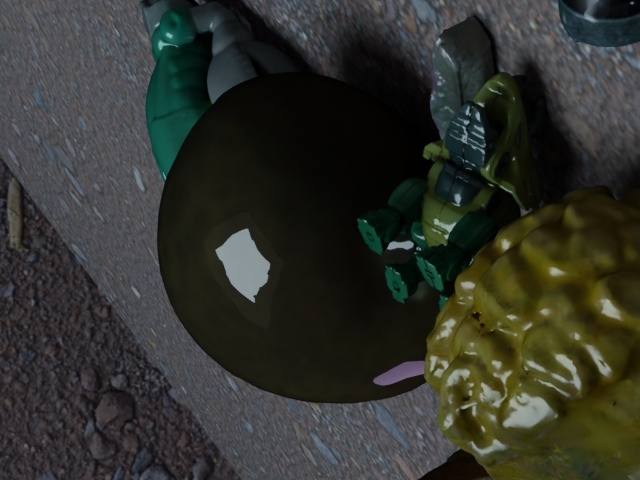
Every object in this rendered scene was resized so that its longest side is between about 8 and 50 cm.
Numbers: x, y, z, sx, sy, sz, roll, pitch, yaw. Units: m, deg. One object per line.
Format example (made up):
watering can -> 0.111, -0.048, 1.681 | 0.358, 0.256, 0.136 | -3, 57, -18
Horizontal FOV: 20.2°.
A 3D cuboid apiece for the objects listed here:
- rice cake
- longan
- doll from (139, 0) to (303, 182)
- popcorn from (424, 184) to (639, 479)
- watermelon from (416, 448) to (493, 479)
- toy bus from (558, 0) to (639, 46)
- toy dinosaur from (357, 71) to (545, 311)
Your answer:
rice cake -> 0.115, -0.083, 1.345 | 0.036, 0.047, 0.206 | 25, 151, 30
longan -> 0.000, 0.000, 1.479 | 0.300, 0.243, 0.300 | 20, 151, 12
doll -> -0.090, -0.136, 1.658 | 0.195, 0.153, 0.258 | -121, 16, -78
popcorn -> 0.184, 0.089, 1.224 | 0.250, 0.190, 0.250 | 11, 132, 12
watermelon -> 0.217, 0.255, 1.423 | 0.151, 0.302, 0.264 | -13, 97, 38
toy bus -> 0.201, -0.150, 0.789 | 0.276, 0.165, 0.133 | 41, 154, 38
toy dinosaur -> 0.111, -0.001, 1.319 | 0.094, 0.153, 0.259 | 33, 154, 31
